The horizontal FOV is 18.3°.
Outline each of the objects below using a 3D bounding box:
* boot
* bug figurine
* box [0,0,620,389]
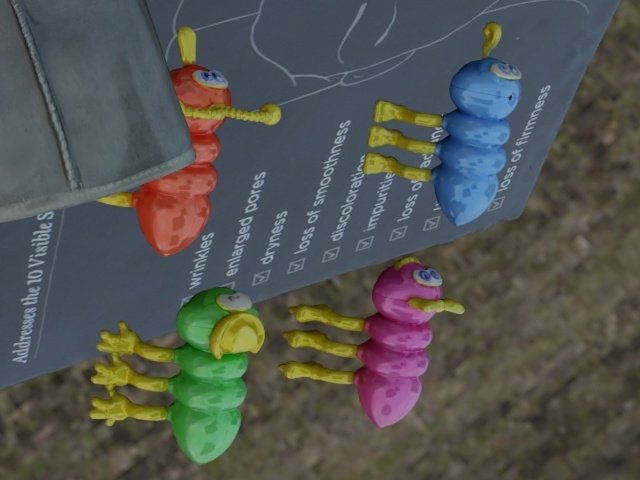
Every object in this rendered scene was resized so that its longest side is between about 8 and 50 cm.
[{"bbox_3d":[-0.078,-0.119,0.622,0.190,0.208,0.076,-16,-173,11],"label":"boot"},{"bbox_3d":[0.000,0.000,0.981,0.279,0.072,0.216,-7,113,-40],"label":"bug figurine"},{"bbox_3d":[-0.061,-0.197,1.298,0.472,0.297,0.480,-19,149,-29],"label":"box"}]
